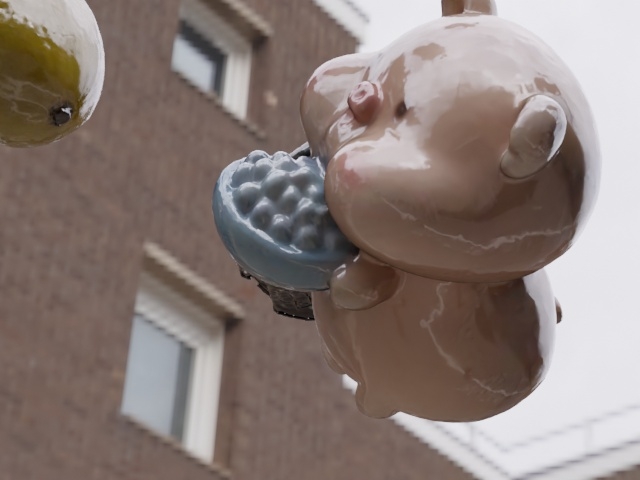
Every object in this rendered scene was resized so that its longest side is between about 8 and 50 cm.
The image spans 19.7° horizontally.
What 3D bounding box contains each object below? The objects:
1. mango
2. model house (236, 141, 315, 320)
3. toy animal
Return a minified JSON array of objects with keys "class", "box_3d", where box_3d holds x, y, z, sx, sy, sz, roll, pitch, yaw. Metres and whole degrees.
[{"class":"mango","box_3d":[-0.301,-0.208,1.646,0.195,0.331,0.142,12,-54,-40]},{"class":"model house","box_3d":[-0.002,0.005,1.776,0.106,0.152,0.165,-17,-41,-35]},{"class":"toy animal","box_3d":[0.077,-0.008,1.126,0.229,0.210,0.221,-34,-60,4]}]
